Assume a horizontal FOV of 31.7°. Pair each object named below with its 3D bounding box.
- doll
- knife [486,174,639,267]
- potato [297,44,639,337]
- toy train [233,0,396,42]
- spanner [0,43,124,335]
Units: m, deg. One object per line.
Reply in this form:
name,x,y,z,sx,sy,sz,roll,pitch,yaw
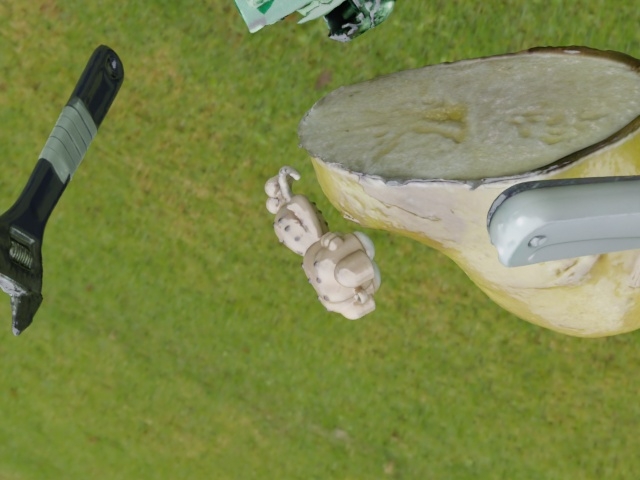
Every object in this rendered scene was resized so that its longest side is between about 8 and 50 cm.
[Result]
doll,0.000,0.001,1.851,0.278,0.119,0.154,54,160,22
knife,0.242,-0.016,0.830,0.265,0.041,0.073,-6,138,-21
potato,0.202,-0.018,1.207,0.397,0.290,0.296,-13,120,4
toy train,-0.030,-0.260,0.724,0.115,0.154,0.269,-26,89,15
spanner,-0.212,-0.054,0.911,0.024,0.316,0.087,-16,127,26
